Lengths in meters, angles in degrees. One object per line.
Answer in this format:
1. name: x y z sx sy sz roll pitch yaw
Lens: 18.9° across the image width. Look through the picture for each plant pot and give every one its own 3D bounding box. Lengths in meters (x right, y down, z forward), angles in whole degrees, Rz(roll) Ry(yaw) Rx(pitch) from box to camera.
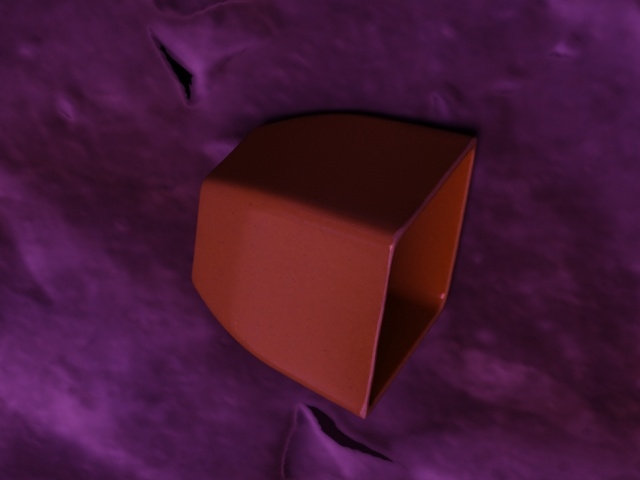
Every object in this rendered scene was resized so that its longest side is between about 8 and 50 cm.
1. plant pot: 0.000 0.000 0.706 0.083 0.081 0.082 20 127 17
